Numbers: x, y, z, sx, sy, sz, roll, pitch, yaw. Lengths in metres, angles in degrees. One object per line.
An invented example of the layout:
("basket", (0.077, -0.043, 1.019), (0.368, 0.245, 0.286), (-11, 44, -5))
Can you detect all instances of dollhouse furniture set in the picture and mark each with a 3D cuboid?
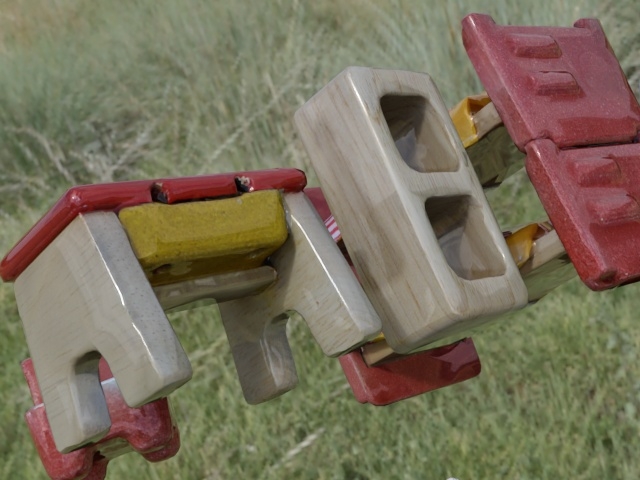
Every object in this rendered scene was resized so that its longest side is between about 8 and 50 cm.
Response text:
("dollhouse furniture set", (0.000, 0.000, 0.510), (0.374, 0.152, 0.201), (-8, -21, -43))

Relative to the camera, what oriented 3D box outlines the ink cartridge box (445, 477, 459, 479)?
("ink cartridge box", (0.060, 0.331, 0.961), (0.172, 0.100, 0.237), (-41, -6, -28))
